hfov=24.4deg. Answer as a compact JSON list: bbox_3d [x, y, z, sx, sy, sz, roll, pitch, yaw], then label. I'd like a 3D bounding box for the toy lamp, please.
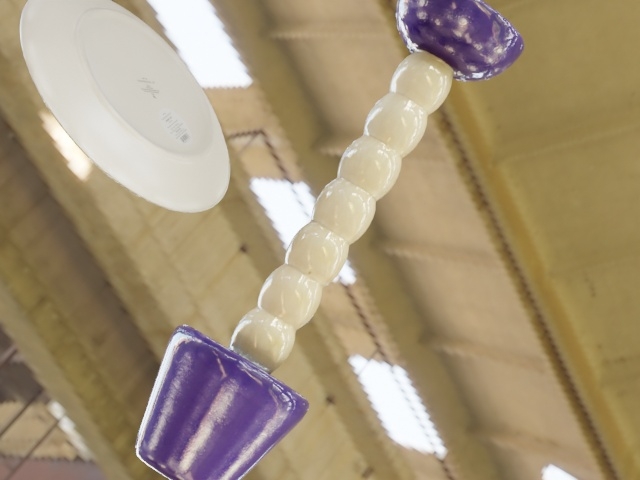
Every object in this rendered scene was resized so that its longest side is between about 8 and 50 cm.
[{"bbox_3d":[0.000,0.000,0.735,0.080,0.274,0.080,31,-9,5],"label":"toy lamp"}]

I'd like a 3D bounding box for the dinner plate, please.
[{"bbox_3d":[-0.094,-0.077,0.760,0.017,0.141,0.141,-35,-77,27],"label":"dinner plate"}]
